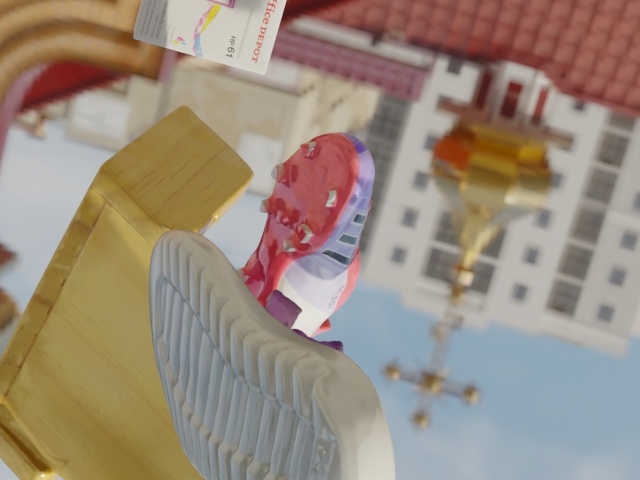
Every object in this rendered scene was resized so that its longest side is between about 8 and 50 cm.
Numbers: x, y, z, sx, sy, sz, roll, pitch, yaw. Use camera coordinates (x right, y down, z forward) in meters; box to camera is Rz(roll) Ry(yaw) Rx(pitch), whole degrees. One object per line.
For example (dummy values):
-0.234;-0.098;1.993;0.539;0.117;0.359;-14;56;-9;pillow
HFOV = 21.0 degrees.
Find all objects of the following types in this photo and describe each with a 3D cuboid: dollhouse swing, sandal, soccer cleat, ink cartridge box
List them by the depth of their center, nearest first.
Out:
-0.028;0.107;1.228;0.102;0.169;0.416;-3;-161;-22;sandal
0.000;0.000;1.342;0.095;0.248;0.083;-4;-125;-28;soccer cleat
-0.094;-0.206;1.513;0.122;0.088;0.052;14;-168;-10;ink cartridge box
-0.140;0.110;1.782;0.305;0.347;0.315;32;-154;4;dollhouse swing
